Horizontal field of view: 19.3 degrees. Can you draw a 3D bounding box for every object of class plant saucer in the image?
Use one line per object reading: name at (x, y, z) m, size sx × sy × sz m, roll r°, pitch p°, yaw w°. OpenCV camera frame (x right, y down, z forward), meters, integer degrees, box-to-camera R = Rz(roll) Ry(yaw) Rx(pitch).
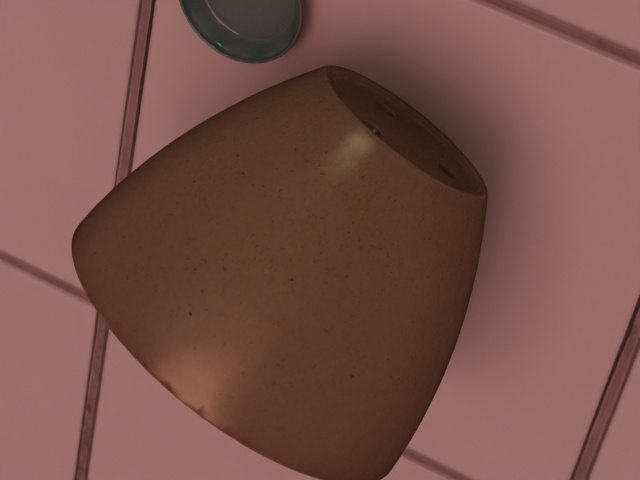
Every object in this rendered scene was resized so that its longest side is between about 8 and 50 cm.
plant saucer at (-0.065, -0.207, 1.592) m, size 0.119 × 0.021 × 0.119 m, roll 15°, pitch 128°, yaw 21°

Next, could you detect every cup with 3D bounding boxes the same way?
cup at (0.000, 0.000, 1.536) m, size 0.331 × 0.331 × 0.237 m, roll 39°, pitch 106°, yaw 1°
